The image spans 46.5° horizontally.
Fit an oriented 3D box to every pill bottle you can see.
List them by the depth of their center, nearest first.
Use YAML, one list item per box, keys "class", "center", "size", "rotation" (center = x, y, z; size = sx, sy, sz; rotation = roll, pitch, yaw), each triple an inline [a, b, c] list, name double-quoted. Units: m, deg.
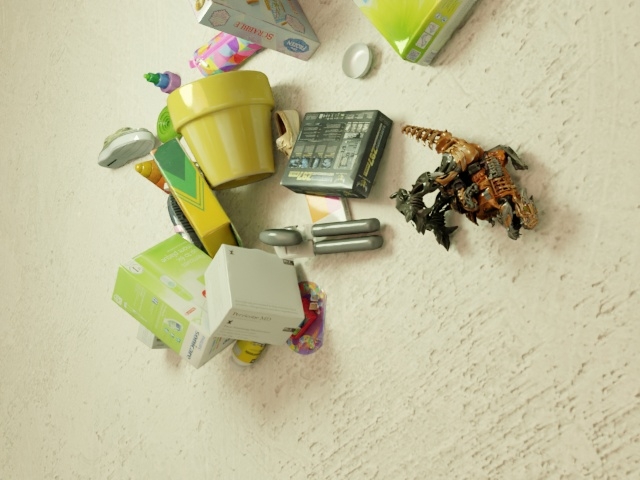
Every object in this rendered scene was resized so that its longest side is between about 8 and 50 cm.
- class: "pill bottle"
  center: [-0.175, 0.259, 1.791]
  size: [0.116, 0.065, 0.065]
  rotation: [-56, 49, 25]

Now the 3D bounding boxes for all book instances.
- class: "book"
  center: [0.017, -0.077, 1.668]
  size: [0.096, 0.035, 0.144]
  rotation: [-28, 65, 37]

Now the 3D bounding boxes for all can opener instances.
- class: "can opener"
  center: [0.000, 0.000, 1.607]
  size: [0.281, 0.093, 0.074]
  rotation: [-5, 96, 32]

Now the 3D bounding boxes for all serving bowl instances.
- class: "serving bowl"
  center: [0.085, -0.395, 1.646]
  size: [0.083, 0.027, 0.083]
  rotation: [-8, 79, 44]

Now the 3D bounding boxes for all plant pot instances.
- class: "plant pot"
  center: [-0.220, -0.255, 1.803]
  size: [0.254, 0.254, 0.238]
  rotation: [-16, 88, 44]

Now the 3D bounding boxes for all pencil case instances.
- class: "pencil case"
  center: [-0.236, -0.503, 1.945]
  size: [0.236, 0.104, 0.104]
  rotation: [-24, 67, 41]

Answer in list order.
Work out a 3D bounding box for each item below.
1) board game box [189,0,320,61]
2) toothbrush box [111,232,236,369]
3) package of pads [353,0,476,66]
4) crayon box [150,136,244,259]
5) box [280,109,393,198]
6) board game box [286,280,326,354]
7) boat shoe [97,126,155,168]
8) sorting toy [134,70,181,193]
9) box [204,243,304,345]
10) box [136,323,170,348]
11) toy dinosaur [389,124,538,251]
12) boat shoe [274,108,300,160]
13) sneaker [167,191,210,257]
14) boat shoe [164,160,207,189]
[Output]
- class: "board game box"
  center: [-0.185, -0.587, 1.745]
  size: [0.066, 0.318, 0.318]
  rotation: [-45, 54, 33]
- class: "toothbrush box"
  center: [-0.316, 0.137, 1.770]
  size: [0.283, 0.206, 0.122]
  rotation: [37, 128, 15]
- class: "package of pads"
  center: [0.188, -0.528, 1.508]
  size: [0.229, 0.101, 0.296]
  rotation: [-53, 52, 29]
- class: "crayon box"
  center: [-0.289, -0.073, 1.821]
  size: [0.081, 0.202, 0.318]
  rotation: [-31, 70, -10]
- class: "box"
  center: [0.032, -0.189, 1.620]
  size: [0.233, 0.059, 0.183]
  rotation: [7, 74, 47]
- class: "board game box"
  center: [-0.048, 0.175, 1.696]
  size: [0.133, 0.033, 0.168]
  rotation: [1, 84, 46]
- class: "boat shoe"
  center: [-0.607, -0.302, 2.295]
  size: [0.302, 0.109, 0.094]
  rotation: [-14, 72, 47]
- class: "sorting toy"
  center: [-0.474, -0.321, 2.144]
  size: [0.127, 0.126, 0.365]
  rotation: [-9, 78, 45]
- class: "box"
  center: [-0.151, 0.123, 1.672]
  size: [0.119, 0.181, 0.181]
  rotation: [-54, 36, 39]
- class: "box"
  center: [-0.430, 0.235, 2.034]
  size: [0.087, 0.102, 0.101]
  rotation: [21, 100, 44]
- class: "toy dinosaur"
  center: [0.257, -0.104, 1.375]
  size: [0.218, 0.164, 0.322]
  rotation: [-47, 34, 13]
- class: "boat shoe"
  center: [-0.077, -0.233, 1.757]
  size: [0.063, 0.059, 0.170]
  rotation: [128, 137, -56]
- class: "sneaker"
  center: [-0.347, 0.009, 1.974]
  size: [0.131, 0.112, 0.319]
  rotation: [-53, 50, 34]
- class: "boat shoe"
  center: [-0.342, -0.178, 2.027]
  size: [0.219, 0.078, 0.070]
  rotation: [-10, 78, 37]
